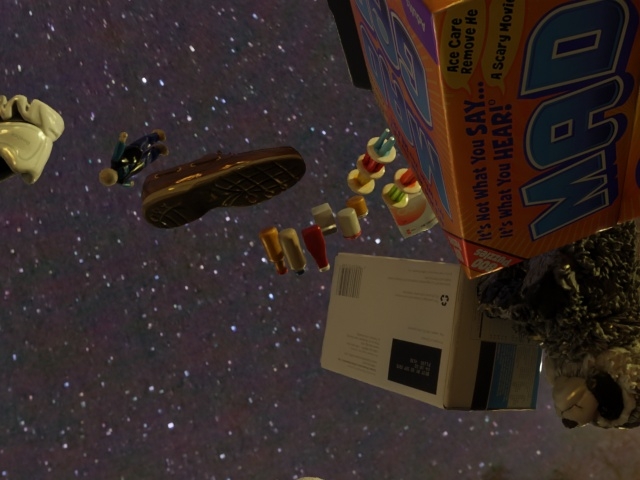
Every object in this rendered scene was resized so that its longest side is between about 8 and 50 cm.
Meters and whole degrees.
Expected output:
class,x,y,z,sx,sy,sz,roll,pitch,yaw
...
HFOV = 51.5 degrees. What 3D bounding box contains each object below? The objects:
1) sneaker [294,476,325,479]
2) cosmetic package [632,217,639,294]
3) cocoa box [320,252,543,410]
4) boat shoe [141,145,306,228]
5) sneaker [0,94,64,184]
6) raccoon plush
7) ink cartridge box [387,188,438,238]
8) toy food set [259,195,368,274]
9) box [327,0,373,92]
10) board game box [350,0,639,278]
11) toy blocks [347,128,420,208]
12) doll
class,x,y,z,sx,sy,sz,roll,pitch,yaw
sneaker,0.048,0.264,0.474,0.129,0.110,0.297,-45,-58,-33
cosmetic package,0.702,-0.002,1.102,0.329,0.393,0.328,1,-69,-60
cocoa box,0.198,0.157,1.200,0.227,0.347,0.232,10,-94,-33
boat shoe,-0.105,-0.069,0.700,0.177,0.060,0.064,-17,-33,-2
sneaker,-0.517,-0.136,0.945,0.291,0.119,0.110,0,-19,12
raccoon plush,0.438,0.053,0.934,0.299,0.216,0.447,37,-90,-7
ink cartridge box,0.244,-0.081,1.452,0.179,0.045,0.145,-19,-33,11
toy food set,0.000,0.000,1.375,0.232,0.111,0.105,-21,-66,-3
box,0.261,-0.609,1.347,0.471,0.297,0.480,-35,-55,-22
board game box,0.243,-0.248,0.719,0.356,0.356,0.357,-21,-40,1
toy blocks,0.126,-0.125,1.141,0.123,0.054,0.148,21,-33,-8
doll,-0.407,-0.176,1.426,0.189,0.046,0.129,-49,-30,-43
